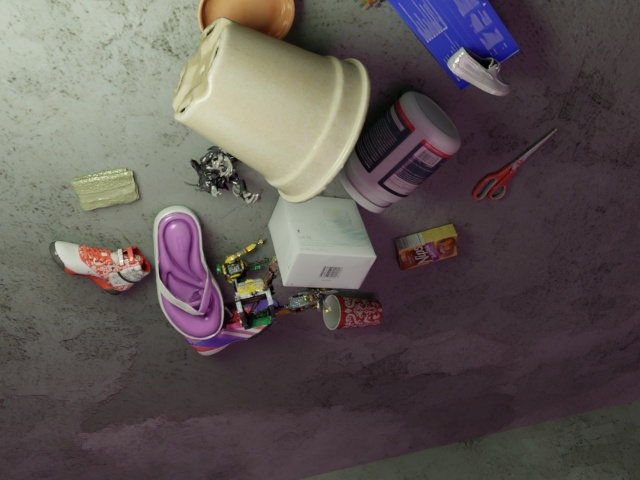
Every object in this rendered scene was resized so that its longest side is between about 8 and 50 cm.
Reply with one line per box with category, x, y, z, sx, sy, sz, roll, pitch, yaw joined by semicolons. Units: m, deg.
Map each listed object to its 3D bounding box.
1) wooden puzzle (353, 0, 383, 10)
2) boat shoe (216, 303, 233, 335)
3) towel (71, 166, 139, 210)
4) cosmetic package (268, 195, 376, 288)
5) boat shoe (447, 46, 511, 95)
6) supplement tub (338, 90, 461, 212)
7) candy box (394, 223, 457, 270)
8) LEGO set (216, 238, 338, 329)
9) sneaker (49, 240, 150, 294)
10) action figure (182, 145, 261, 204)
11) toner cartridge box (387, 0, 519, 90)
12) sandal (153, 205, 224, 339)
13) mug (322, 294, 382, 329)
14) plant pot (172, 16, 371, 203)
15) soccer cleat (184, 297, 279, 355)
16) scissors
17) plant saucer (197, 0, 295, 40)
wooden puzzle;0.095;-0.520;1.533;0.049;0.006;0.083;-37;137;23
boat shoe;-0.356;0.152;2.100;0.091;0.114;0.302;-48;136;-23
towel;-0.524;-0.124;1.761;0.148;0.027;0.110;-11;140;-7
cosmetic package;0.000;0.000;1.938;0.224;0.224;0.138;4;134;-24
boat shoe;0.372;-0.387;1.633;0.184;0.066;0.063;21;130;-25
supplement tub;0.192;-0.215;1.780;0.191;0.191;0.272;22;127;-38
candy box;0.326;0.022;2.217;0.187;0.053;0.109;-15;142;-1
LEGO set;-0.125;0.102;1.994;0.332;0.254;0.192;-6;157;-2
sneaker;-0.569;0.045;1.897;0.145;0.090;0.270;-29;143;13
action figure;-0.202;-0.174;1.732;0.276;0.140;0.164;-34;140;15
toner cartridge box;0.287;-0.492;1.580;0.165;0.075;0.348;-33;138;21
sandal;-0.363;0.110;1.930;0.170;0.102;0.416;-17;118;-9
mug;0.100;0.230;2.363;0.169;0.150;0.113;3;101;-29
plant pot;-0.119;-0.285;1.470;0.306;0.333;0.334;23;127;-28
soccer cleat;-0.277;0.257;2.242;0.318;0.108;0.116;-26;136;15
scissors;0.544;-0.213;2.042;0.109;0.021;0.297;10;135;-27
plant saucer;-0.153;-0.471;1.478;0.200;0.037;0.200;-10;141;-8
